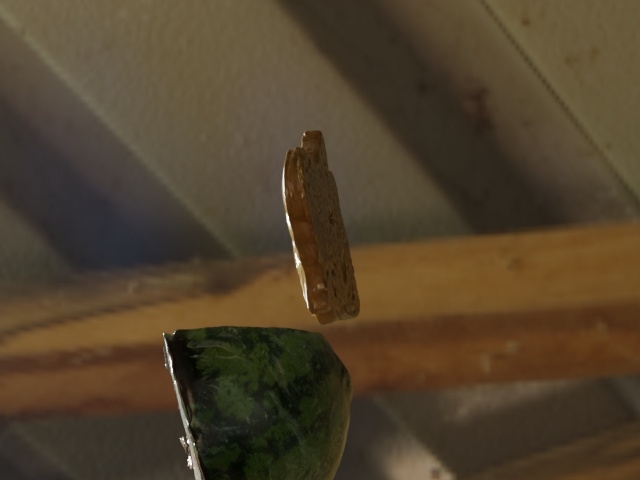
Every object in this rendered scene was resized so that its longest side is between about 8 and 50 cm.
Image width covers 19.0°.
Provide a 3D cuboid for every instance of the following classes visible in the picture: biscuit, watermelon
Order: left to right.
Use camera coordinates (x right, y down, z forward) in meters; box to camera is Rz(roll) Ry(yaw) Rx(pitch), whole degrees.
[{"bbox_3d":[-0.074,0.192,1.900,0.180,0.224,0.305,24,-27,18],"label":"watermelon"},{"bbox_3d":[0.000,0.000,1.634,0.035,0.162,0.250,-3,-31,13],"label":"biscuit"}]
